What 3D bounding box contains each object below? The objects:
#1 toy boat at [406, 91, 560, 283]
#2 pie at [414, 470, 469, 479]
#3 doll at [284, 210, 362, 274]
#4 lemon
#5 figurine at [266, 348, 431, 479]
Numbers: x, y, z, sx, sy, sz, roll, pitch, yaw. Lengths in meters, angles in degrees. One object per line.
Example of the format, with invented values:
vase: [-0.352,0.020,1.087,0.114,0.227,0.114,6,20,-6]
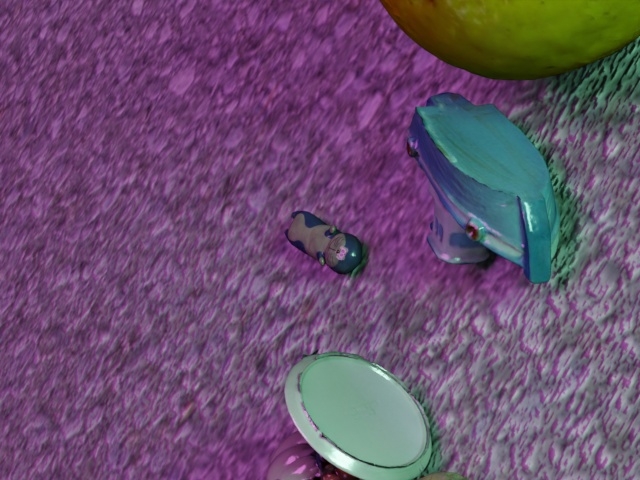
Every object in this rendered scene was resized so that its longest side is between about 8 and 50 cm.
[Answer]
toy boat: [0.130,-0.031,1.467,0.215,0.088,0.102,-124,33,-53]
pie: [0.080,0.261,1.339,0.195,0.046,0.195,-33,42,35]
doll: [0.000,0.000,1.648,0.125,0.027,0.037,28,97,57]
lemon: [0.159,-0.250,1.415,0.310,0.258,0.258,-21,50,42]
figurine: [-0.001,0.179,1.461,0.154,0.132,0.132,-56,31,34]
